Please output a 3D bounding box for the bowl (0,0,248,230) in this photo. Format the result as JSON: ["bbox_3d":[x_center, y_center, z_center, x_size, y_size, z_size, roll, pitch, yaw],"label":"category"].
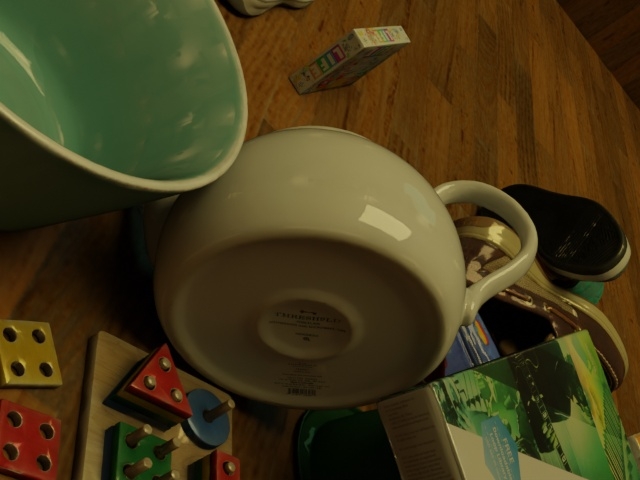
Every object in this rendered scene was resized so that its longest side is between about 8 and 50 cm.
[{"bbox_3d":[-0.214,-0.131,0.659,0.311,0.163,0.311,38,35,-33],"label":"bowl"}]

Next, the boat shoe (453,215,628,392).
[{"bbox_3d":[0.267,0.115,1.234,0.342,0.123,0.123,44,49,-28],"label":"boat shoe"}]

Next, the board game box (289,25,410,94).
[{"bbox_3d":[0.039,-0.225,1.208,0.026,0.103,0.154,59,29,3],"label":"board game box"}]

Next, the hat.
[{"bbox_3d":[0.097,0.172,0.820,0.208,0.183,0.173,52,27,-10],"label":"hat"}]

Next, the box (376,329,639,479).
[{"bbox_3d":[0.181,0.206,0.795,0.322,0.058,0.232,-5,75,-57],"label":"box"}]

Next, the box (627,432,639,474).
[{"bbox_3d":[0.388,0.337,1.128,0.345,0.168,0.215,6,57,-56],"label":"box"}]

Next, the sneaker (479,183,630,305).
[{"bbox_3d":[0.346,0.036,1.340,0.178,0.124,0.295,50,-4,-25],"label":"sneaker"}]

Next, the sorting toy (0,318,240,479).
[{"bbox_3d":[-0.109,0.133,0.683,0.274,0.046,0.132,34,36,-35],"label":"sorting toy"}]

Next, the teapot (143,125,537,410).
[{"bbox_3d":[0.000,0.000,0.771,0.256,0.252,0.187,39,37,-29],"label":"teapot"}]

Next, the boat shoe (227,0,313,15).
[{"bbox_3d":[-0.035,-0.366,1.233,0.118,0.103,0.320,55,29,-5],"label":"boat shoe"}]

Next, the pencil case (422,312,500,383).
[{"bbox_3d":[0.134,0.142,0.966,0.119,0.133,0.306,-5,63,-34],"label":"pencil case"}]
